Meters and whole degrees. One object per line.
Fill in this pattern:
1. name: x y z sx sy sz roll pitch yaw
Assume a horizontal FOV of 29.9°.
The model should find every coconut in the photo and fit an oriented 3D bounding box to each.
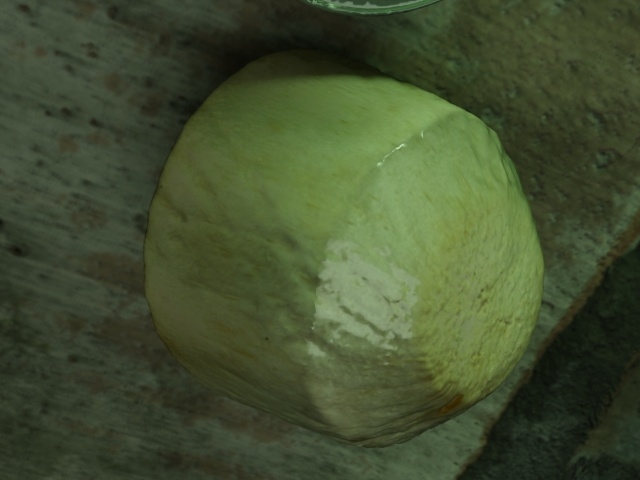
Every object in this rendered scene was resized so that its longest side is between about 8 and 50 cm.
1. coconut: 0.000 0.000 0.924 0.328 0.329 0.329 -4 122 -6

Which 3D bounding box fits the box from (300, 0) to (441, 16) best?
1. box: 0.032 -0.285 0.812 0.226 0.149 0.226 -4 124 -6
